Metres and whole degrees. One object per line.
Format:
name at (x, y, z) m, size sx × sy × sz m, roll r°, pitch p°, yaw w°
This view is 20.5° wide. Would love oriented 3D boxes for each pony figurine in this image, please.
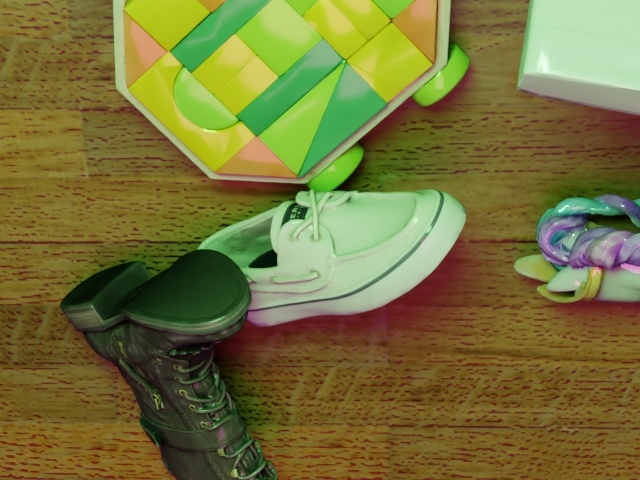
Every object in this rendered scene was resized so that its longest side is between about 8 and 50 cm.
pony figurine at (0.335, 0.026, 1.332) m, size 0.364 × 0.351 × 0.302 m, roll 9°, pitch 81°, yaw 4°

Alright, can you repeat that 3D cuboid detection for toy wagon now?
toy wagon at (-0.005, -0.199, 1.378) m, size 0.344 × 0.068 × 0.267 m, roll -39°, pitch 108°, yaw 23°

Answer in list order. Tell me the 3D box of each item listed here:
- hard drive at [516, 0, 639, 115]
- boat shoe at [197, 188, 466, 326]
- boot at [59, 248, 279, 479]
hard drive at (0.273, -0.246, 1.202) m, size 0.233 × 0.353 × 0.047 m, roll 10°, pitch 162°, yaw 1°
boat shoe at (0.000, 0.000, 1.420) m, size 0.088 × 0.096 × 0.267 m, roll 40°, pitch 150°, yaw -26°
boot at (-0.096, 0.126, 1.502) m, size 0.263 × 0.091 × 0.229 m, roll -1°, pitch 124°, yaw 55°
